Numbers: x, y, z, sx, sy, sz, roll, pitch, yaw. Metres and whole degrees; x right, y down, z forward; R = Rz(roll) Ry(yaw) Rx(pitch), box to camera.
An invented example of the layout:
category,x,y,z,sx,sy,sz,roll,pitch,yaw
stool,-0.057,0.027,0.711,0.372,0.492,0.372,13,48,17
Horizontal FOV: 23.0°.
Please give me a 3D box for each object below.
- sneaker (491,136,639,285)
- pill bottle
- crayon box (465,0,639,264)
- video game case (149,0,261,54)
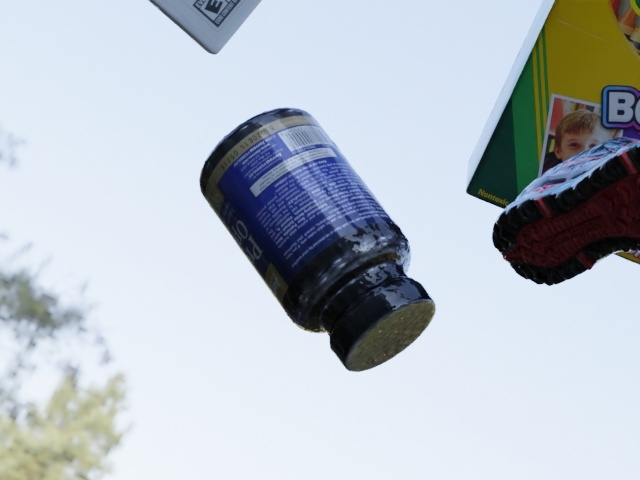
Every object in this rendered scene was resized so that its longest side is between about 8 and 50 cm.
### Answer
category,x,y,z,sx,sy,sz,roll,pitch,yaw
sneaker,0.258,-0.053,1.294,0.262,0.125,0.104,-16,-62,47
pill bottle,0.000,0.000,1.346,0.219,0.123,0.123,54,-5,25
crayon box,0.382,-0.132,1.681,0.363,0.313,0.106,22,24,-3
video game case,-0.064,-0.234,0.918,0.173,0.190,0.022,40,0,-30
